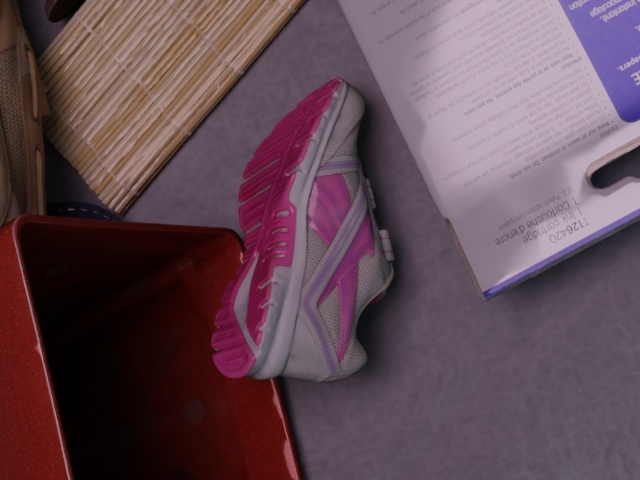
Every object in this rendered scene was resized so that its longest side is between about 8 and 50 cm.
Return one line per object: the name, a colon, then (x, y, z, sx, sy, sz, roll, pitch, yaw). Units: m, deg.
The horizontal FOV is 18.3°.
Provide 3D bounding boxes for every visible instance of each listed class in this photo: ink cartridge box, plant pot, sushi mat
ink cartridge box: (0.190, -0.155, 1.459, 0.303, 0.072, 0.307, -29, 76, 15)
plant pot: (-0.196, 0.148, 1.485, 0.236, 0.267, 0.267, -21, 76, 32)
sushi mat: (-0.111, -0.186, 1.604, 0.151, 0.019, 0.316, 45, 100, 21)

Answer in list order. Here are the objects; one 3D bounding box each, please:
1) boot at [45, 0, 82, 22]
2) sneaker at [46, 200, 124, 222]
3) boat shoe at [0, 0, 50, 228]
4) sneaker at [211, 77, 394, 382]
boot: (-0.238, -0.246, 1.649, 0.114, 0.037, 0.106, 27, 81, 19)
sneaker: (-0.216, 0.002, 1.608, 0.144, 0.059, 0.053, 9, 54, 10)
boat shoe: (-0.282, -0.114, 1.596, 0.121, 0.110, 0.341, -22, 54, 23)
sneaker: (0.000, 0.000, 1.503, 0.103, 0.111, 0.252, -19, 53, 58)
